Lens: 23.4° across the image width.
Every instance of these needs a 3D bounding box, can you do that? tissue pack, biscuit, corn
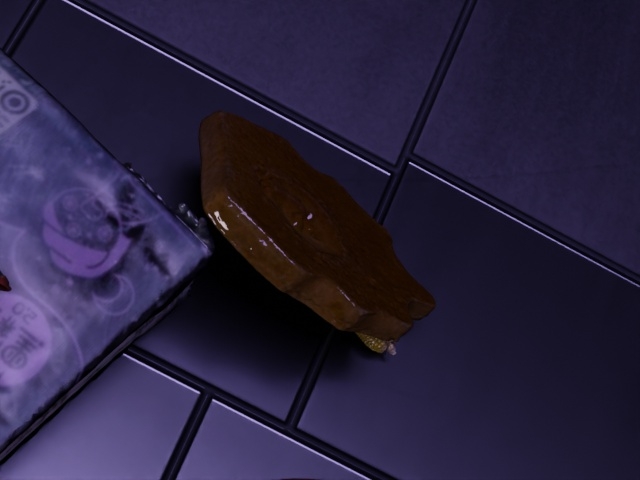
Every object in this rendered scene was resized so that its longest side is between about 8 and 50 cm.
[{"bbox_3d":[-0.280,0.041,0.993,0.259,0.122,0.361,43,62,4],"label":"tissue pack"},{"bbox_3d":[-0.002,0.002,1.109,0.215,0.034,0.182,36,24,-25],"label":"biscuit"},{"bbox_3d":[0.029,0.052,1.151,0.083,0.027,0.028,48,44,8],"label":"corn"}]

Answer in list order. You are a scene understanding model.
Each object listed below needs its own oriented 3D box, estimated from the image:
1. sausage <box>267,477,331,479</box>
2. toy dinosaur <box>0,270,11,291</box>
[{"bbox_3d":[0.018,0.233,0.997,0.279,0.152,0.152,6,65,-16],"label":"sausage"},{"bbox_3d":[-0.255,-0.005,0.926,0.154,0.049,0.055,32,61,-5],"label":"toy dinosaur"}]
